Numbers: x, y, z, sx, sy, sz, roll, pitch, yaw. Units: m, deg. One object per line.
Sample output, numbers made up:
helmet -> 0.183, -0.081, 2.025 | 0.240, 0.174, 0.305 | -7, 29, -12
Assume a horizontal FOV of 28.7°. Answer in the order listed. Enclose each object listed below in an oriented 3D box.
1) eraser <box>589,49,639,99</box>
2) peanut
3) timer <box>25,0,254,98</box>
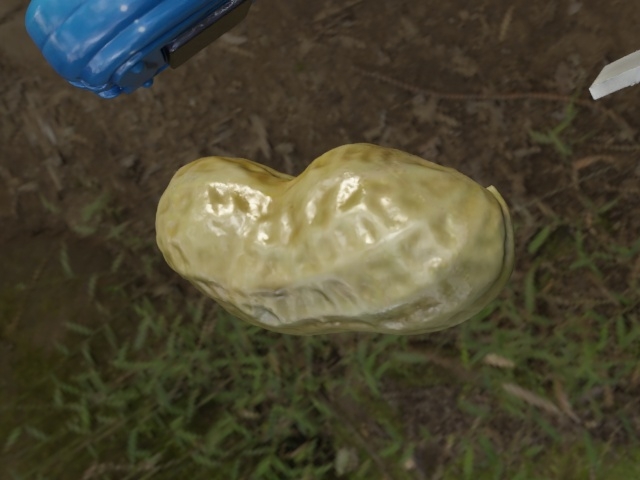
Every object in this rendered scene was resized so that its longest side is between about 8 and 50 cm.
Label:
eraser -> 0.451, -0.248, 1.815 | 0.104, 0.150, 0.023 | -22, 100, 27
peanut -> 0.000, 0.000, 0.958 | 0.305, 0.147, 0.147 | -4, 112, 32
timer -> -0.118, -0.249, 1.158 | 0.115, 0.309, 0.340 | 55, 177, -6
